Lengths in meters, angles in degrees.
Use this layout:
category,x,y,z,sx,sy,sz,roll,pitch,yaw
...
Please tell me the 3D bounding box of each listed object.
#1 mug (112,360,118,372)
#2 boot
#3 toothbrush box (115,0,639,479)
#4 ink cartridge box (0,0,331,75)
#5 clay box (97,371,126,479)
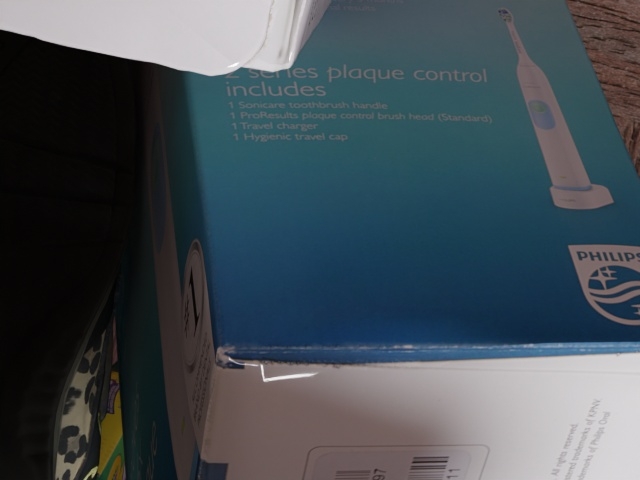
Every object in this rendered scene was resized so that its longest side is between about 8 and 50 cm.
category,x,y,z,sx,sy,sz,roll,pitch,yaw
mug,-0.103,0.141,1.042,0.157,0.097,0.129,100,3,-53
boot,-0.114,0.037,0.580,0.178,0.085,0.236,156,-58,-85
toothbrush box,0.000,0.000,0.550,0.295,0.126,0.216,-100,-165,-44
ink cartridge box,-0.057,-0.106,0.388,0.190,0.140,0.082,-71,173,-73
clay box,-0.137,0.165,0.879,0.127,0.053,0.222,-72,175,-72
